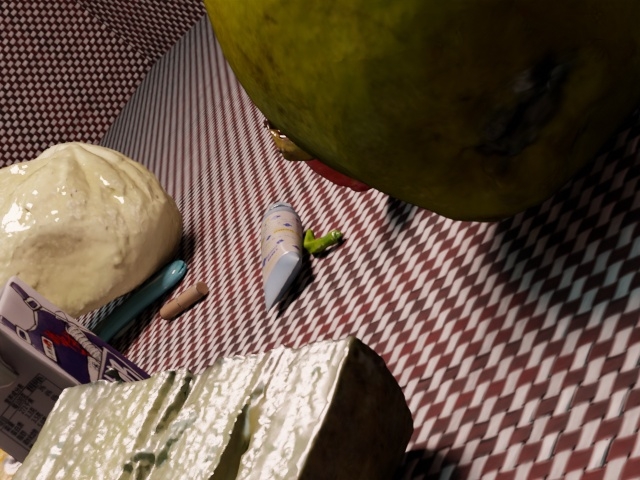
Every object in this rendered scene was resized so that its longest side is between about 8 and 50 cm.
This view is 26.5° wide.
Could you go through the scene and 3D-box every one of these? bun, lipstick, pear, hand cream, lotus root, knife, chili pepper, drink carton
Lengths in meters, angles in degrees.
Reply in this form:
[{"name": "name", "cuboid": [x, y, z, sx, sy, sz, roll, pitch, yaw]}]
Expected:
[{"name": "bun", "cuboid": [-0.369, 0.001, 1.820, 0.349, 0.227, 0.352, -28, 3, -37]}, {"name": "lipstick", "cuboid": [-0.163, 0.072, 1.618, 0.094, 0.019, 0.019, -33, 23, 49]}, {"name": "pear", "cuboid": [0.078, -0.207, 0.928, 0.352, 0.352, 0.413, -38, 38, 40]}, {"name": "hand cream", "cuboid": [-0.039, 0.008, 1.360, 0.065, 0.043, 0.171, -60, 12, 21]}, {"name": "lotus root", "cuboid": [-0.081, 0.212, 0.831, 0.267, 0.149, 0.260, -15, 40, 37]}, {"name": "knife", "cuboid": [-0.250, 0.095, 1.803, 0.222, 0.031, 0.064, -39, 15, 28]}, {"name": "chili pepper", "cuboid": [0.001, 0.001, 1.315, 0.030, 0.017, 0.083, -48, 15, -20]}, {"name": "drink carton", "cuboid": [-0.236, 0.149, 1.258, 0.102, 0.222, 0.134, -48, 15, 12]}]

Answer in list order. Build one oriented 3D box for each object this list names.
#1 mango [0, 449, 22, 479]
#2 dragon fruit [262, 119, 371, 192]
[{"name": "mango", "cuboid": [-0.334, 0.277, 1.459, 0.177, 0.120, 0.295, -5, 49, 59]}, {"name": "dragon fruit", "cuboid": [0.044, -0.173, 1.237, 0.147, 0.211, 0.282, -34, 14, 32]}]
